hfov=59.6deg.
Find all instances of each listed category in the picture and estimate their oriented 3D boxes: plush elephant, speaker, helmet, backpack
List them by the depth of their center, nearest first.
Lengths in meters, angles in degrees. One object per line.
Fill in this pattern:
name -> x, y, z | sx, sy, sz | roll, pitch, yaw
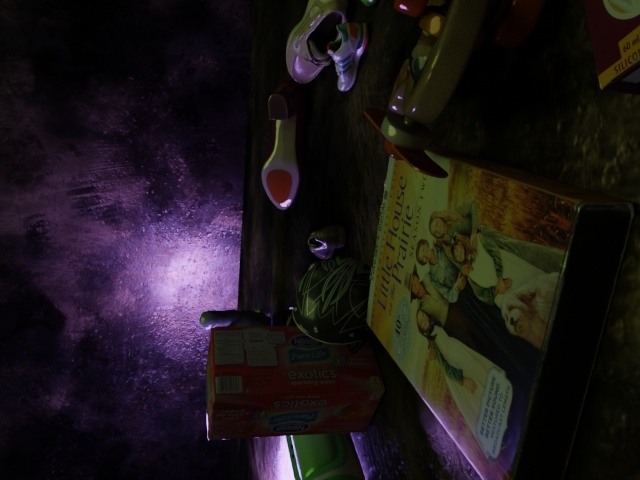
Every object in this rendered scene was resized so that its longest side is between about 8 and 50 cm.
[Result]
helmet -> 0.032, 0.109, 0.972 | 0.161, 0.169, 0.169 | 78, -176, -61
speaker -> 0.002, 0.414, 1.135 | 0.296, 0.131, 0.131 | -114, 30, -59
backpack -> -0.097, 0.261, 1.582 | 0.101, 0.098, 0.120 | 102, 162, -45
plush elephant -> -0.270, 0.378, 1.928 | 0.330, 0.272, 0.255 | -17, -55, -76

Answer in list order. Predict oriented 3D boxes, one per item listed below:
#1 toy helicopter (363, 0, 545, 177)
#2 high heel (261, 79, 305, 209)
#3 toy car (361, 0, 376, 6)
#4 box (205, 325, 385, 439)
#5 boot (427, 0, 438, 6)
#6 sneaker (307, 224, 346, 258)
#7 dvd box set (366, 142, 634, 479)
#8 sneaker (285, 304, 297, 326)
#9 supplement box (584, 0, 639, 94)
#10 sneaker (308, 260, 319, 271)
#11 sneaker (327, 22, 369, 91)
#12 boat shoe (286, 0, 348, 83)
toy helicopter -> 0.130, -0.198, 0.701 | 0.355, 0.140, 0.235 | -98, 25, -84
high heel -> -0.091, -0.287, 1.692 | 0.181, 0.127, 0.377 | -59, -21, -56
toy car -> 0.085, -0.566, 1.073 | 0.239, 0.053, 0.225 | 167, 105, -75
box -> -0.055, 0.256, 1.025 | 0.154, 0.300, 0.142 | -105, 22, -46
boot -> 0.163, -0.454, 0.689 | 0.264, 0.096, 0.280 | 125, 143, -64
sneaker -> 0.000, 0.000, 1.294 | 0.188, 0.071, 0.066 | 137, 133, -69
dvd box set -> 0.166, 0.052, 0.682 | 0.420, 0.062, 0.307 | -128, 43, -67
sneaker -> -0.025, 0.175, 1.263 | 0.227, 0.130, 0.087 | -172, 86, -77
supplement box -> 0.243, -0.207, 0.382 | 0.104, 0.081, 0.188 | 133, 137, -69
sneaker -> -0.019, 0.074, 1.436 | 0.083, 0.031, 0.035 | 112, 156, -53
sneaker -> 0.045, -0.383, 1.161 | 0.161, 0.075, 0.057 | 113, 154, -53
boat shoe -> -0.011, -0.467, 1.332 | 0.302, 0.109, 0.098 | 130, 141, -58
